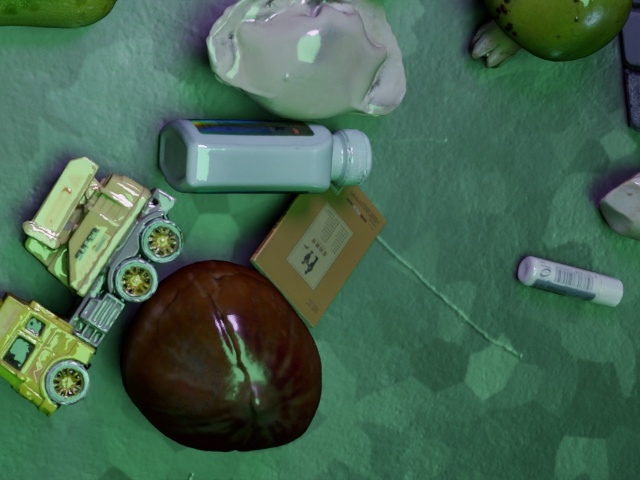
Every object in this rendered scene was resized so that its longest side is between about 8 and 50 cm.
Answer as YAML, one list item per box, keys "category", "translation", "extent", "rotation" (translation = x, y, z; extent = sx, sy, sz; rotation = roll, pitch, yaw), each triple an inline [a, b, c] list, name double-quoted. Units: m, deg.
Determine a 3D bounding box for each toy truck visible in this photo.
- category: "toy truck"
  translation: [-0.271, 0.044, 1.822]
  extent: [0.157, 0.124, 0.272]
  rotation: [34, 86, -10]

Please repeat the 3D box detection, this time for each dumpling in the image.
- category: "dumpling"
  translation: [-0.013, -0.214, 1.860]
  extent: [0.250, 0.132, 0.162]
  rotation: [8, 94, -28]

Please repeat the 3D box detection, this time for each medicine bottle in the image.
- category: "medicine bottle"
  translation: [-0.057, -0.093, 1.876]
  extent: [0.229, 0.121, 0.083]
  rotation: [0, 101, -23]

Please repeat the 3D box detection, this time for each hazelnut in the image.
- category: "hazelnut"
  translation: [-0.099, 0.139, 1.859]
  extent: [0.229, 0.229, 0.229]
  rotation: [-5, 104, -21]

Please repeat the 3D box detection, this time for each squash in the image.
- category: "squash"
  translation: [-0.302, -0.267, 1.756]
  extent: [0.188, 0.095, 0.095]
  rotation: [-4, 104, -25]

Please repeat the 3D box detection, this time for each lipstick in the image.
- category: "lipstick"
  translation: [0.315, 0.052, 2.109]
  extent: [0.141, 0.040, 0.040]
  rotation: [14, 97, -25]

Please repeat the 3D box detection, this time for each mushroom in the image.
- category: "mushroom"
  translation: [0.449, -0.036, 2.118]
  extent: [0.212, 0.088, 0.097]
  rotation: [12, 107, -31]

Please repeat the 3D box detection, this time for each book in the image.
- category: "book"
  translation: [0.000, 0.000, 1.949]
  extent: [0.118, 0.012, 0.172]
  rotation: [49, 60, -24]

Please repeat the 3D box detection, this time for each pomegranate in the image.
- category: "pomegranate"
  translation: [0.257, -0.277, 1.950]
  extent: [0.180, 0.180, 0.209]
  rotation: [30, 119, -25]

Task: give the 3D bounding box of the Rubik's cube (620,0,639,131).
- category: "Rubik's cube"
  translation: [0.573, -0.297, 1.972]
  extent: [0.344, 0.337, 0.343]
  rotation: [-16, 108, -20]
